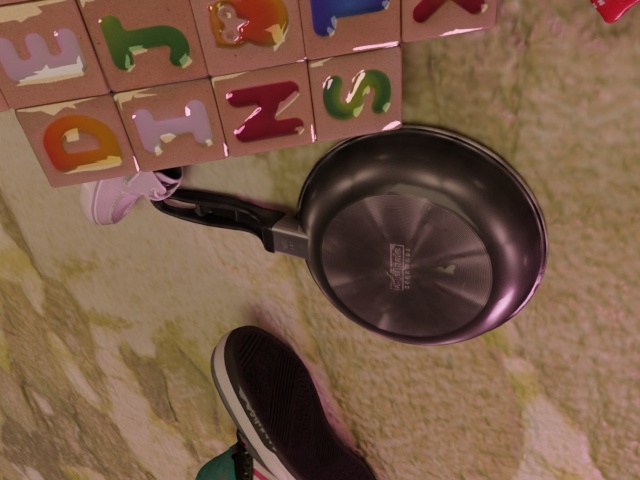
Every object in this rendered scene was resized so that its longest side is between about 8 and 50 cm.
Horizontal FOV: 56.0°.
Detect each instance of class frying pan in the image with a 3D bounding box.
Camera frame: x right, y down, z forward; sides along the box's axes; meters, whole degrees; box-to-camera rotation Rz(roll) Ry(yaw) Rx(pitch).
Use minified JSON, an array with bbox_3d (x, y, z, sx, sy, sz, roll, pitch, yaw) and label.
[{"bbox_3d":[0.011,-0.020,0.464,0.326,0.053,0.197,26,129,4],"label":"frying pan"}]

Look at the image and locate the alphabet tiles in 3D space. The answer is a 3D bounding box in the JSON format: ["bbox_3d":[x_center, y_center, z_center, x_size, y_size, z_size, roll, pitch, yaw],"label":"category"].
[{"bbox_3d":[-0.074,-0.158,0.290,0.342,0.011,0.285,-10,133,-3],"label":"alphabet tiles"}]

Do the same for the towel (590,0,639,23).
[{"bbox_3d":[0.133,-0.259,0.245,0.198,0.031,0.275,-32,105,39],"label":"towel"}]

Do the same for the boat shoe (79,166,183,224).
[{"bbox_3d":[-0.142,-0.067,0.499,0.063,0.066,0.184,39,121,-2],"label":"boat shoe"}]

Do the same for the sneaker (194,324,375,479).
[{"bbox_3d":[-0.071,0.224,0.629,0.178,0.124,0.296,-19,114,25],"label":"sneaker"}]
